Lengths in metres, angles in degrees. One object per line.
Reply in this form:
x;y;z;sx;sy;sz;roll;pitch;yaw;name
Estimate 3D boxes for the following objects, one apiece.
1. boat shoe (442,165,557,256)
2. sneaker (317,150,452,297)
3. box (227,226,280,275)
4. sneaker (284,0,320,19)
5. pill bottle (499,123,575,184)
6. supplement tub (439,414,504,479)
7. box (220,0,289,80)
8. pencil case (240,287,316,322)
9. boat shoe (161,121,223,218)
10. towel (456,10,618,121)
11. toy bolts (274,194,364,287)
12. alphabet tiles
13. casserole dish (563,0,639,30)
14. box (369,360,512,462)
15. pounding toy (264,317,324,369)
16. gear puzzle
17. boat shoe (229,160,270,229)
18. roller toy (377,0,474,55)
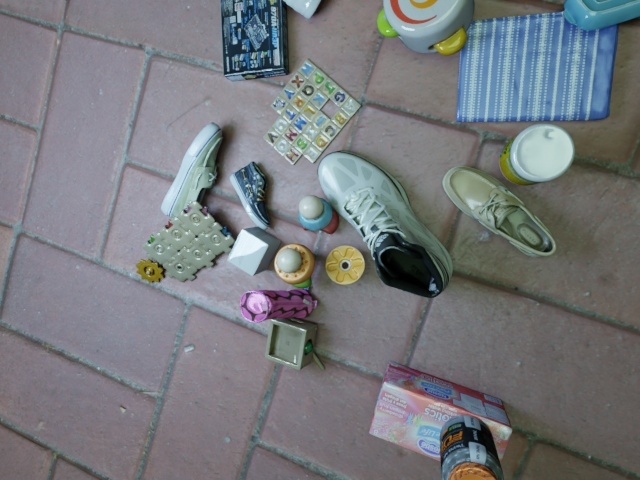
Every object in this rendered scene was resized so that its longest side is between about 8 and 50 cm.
0.422;-0.072;1.007;0.302;0.098;0.109;42;102;8;boat shoe
0.144;-0.051;0.996;0.169;0.257;0.447;-44;83;13;sneaker
-0.179;0.027;1.162;0.087;0.101;0.102;30;102;10;box
-0.031;-0.725;1.038;0.169;0.108;0.293;24;101;-22;sneaker
0.459;-0.180;0.933;0.117;0.208;0.118;1;95;14;pill bottle
0.304;0.451;0.870;0.117;0.190;0.117;1;94;14;supplement tub
-0.176;-0.553;1.146;0.175;0.051;0.220;-2;93;14;box
-0.104;0.164;1.098;0.098;0.209;0.095;8;91;34;pencil case
-0.341;-0.183;1.200;0.094;0.109;0.302;32;110;-6;boat shoe
0.500;-0.402;1.002;0.336;0.040;0.243;4;96;16;towel
0.000;0.000;1.059;0.218;0.158;0.229;3;77;12;toy bolts
-0.041;-0.332;1.150;0.198;0.009;0.237;43;102;7;alphabet tiles
0.629;-0.523;0.923;0.188;0.037;0.114;-16;66;3;casserole dish
0.287;0.433;1.049;0.299;0.154;0.142;16;98;11;box
-0.061;0.285;1.165;0.141;0.100;0.130;12;96;24;pounding toy
-0.406;0.029;1.240;0.339;0.044;0.175;-34;110;22;gear puzzle
-0.172;-0.124;1.168;0.083;0.065;0.183;-32;85;15;boat shoe
0.255;-0.545;0.989;0.209;0.146;0.191;24;102;23;roller toy
